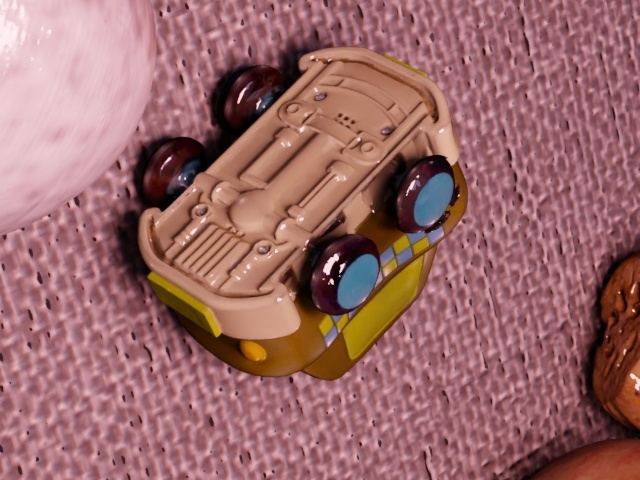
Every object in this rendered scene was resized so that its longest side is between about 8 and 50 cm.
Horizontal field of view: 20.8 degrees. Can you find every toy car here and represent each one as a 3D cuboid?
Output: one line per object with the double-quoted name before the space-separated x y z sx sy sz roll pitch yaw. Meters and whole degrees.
"toy car" 0.000 0.000 1.297 0.248 0.204 0.198 -46 143 -19

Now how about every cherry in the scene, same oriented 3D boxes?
"cherry" -0.233 -0.137 1.004 0.335 0.326 0.291 36 84 -33

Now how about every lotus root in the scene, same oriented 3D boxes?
"lotus root" 0.367 0.107 1.560 0.291 0.193 0.193 22 84 -30

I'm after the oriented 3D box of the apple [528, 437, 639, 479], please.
"apple" 0.292 0.298 1.449 0.344 0.344 0.269 24 62 -35
